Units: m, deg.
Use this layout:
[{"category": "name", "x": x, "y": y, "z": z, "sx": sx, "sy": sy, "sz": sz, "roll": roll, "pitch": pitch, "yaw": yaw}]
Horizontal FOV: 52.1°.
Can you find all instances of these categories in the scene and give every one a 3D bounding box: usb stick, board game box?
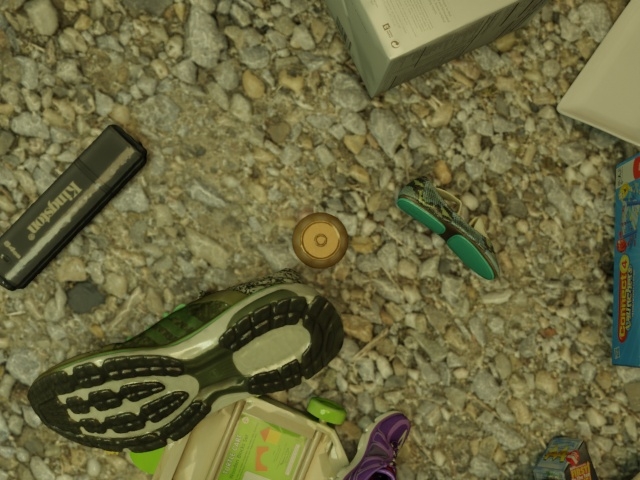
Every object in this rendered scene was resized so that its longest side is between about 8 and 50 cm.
[{"category": "usb stick", "x": -0.361, "y": -0.047, "z": 0.931, "sx": 0.077, "sy": 0.045, "sz": 0.278, "roll": 44, "pitch": 88, "yaw": -2}, {"category": "board game box", "x": 0.582, "y": 0.041, "z": 0.929, "sx": 0.308, "sy": 0.086, "sz": 0.301, "roll": 6, "pitch": 80, "yaw": -2}, {"category": "board game box", "x": 0.331, "y": 0.384, "z": 0.915, "sx": 0.194, "sy": 0.060, "sz": 0.194, "roll": -4, "pitch": 80, "yaw": -30}]

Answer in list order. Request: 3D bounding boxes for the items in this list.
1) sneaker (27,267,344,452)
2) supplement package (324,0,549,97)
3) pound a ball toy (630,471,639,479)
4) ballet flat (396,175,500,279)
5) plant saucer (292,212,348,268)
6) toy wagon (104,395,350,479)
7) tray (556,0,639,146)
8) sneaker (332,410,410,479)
[{"category": "sneaker", "x": -0.177, "y": 0.146, "z": 0.880, "sx": 0.411, "sy": 0.182, "sz": 0.158, "roll": -18, "pitch": 115, "yaw": -2}, {"category": "supplement package", "x": 0.154, "y": -0.355, "z": 0.883, "sx": 0.263, "sy": 0.198, "sz": 0.199, "roll": -26, "pitch": 90, "yaw": -2}, {"category": "pound a ball toy", "x": 0.596, "y": 0.395, "z": 0.895, "sx": 0.319, "sy": 0.135, "sz": 0.208, "roll": 29, "pitch": 111, "yaw": -11}, {"category": "ballet flat", "x": 0.198, "y": -0.024, "z": 0.948, "sx": 0.188, "sy": 0.070, "sz": 0.070, "roll": 41, "pitch": 87, "yaw": -4}, {"category": "plant saucer", "x": 0.000, "y": 0.000, "z": 0.960, "sx": 0.084, "sy": 0.015, "sz": 0.083, "roll": 0, "pitch": 89, "yaw": -3}, {"category": "toy wagon", "x": -0.127, "y": 0.317, "z": 0.923, "sx": 0.345, "sy": 0.068, "sz": 0.267, "roll": 22, "pitch": 88, "yaw": -1}, {"category": "tray", "x": 0.481, "y": -0.266, "z": 0.957, "sx": 0.145, "sy": 0.030, "sz": 0.270, "roll": 34, "pitch": 87, "yaw": 30}, {"category": "sneaker", "x": 0.085, "y": 0.308, "z": 0.900, "sx": 0.170, "sy": 0.071, "sz": 0.068, "roll": -48, "pitch": 118, "yaw": -40}]
